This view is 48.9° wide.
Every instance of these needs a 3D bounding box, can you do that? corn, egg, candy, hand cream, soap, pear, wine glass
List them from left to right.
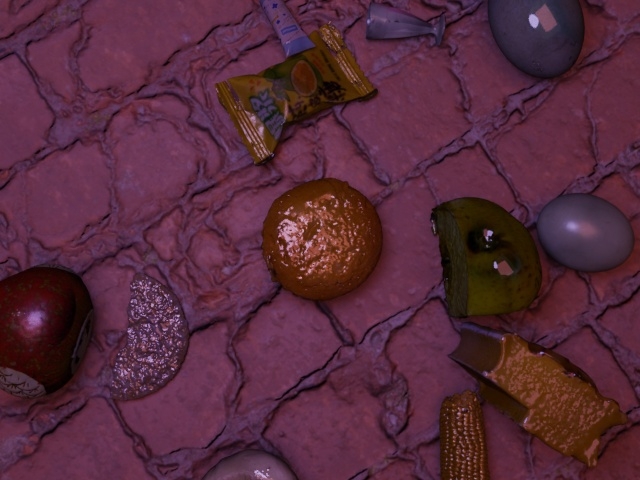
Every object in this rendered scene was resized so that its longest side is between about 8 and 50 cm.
[{"bbox_3d":[-0.077,-0.437,1.394,0.065,0.043,0.171,-25,72,-12],"label":"hand cream"},{"bbox_3d":[-0.049,-0.294,1.391,0.297,0.081,0.187,-31,88,-17],"label":"candy"},{"bbox_3d":[0.169,-0.435,1.414,0.154,0.073,0.074,4,87,-6],"label":"wine glass"},{"bbox_3d":[0.276,0.437,1.363,0.106,0.106,0.293,-5,86,-4],"label":"corn"},{"bbox_3d":[0.315,0.019,1.310,0.163,0.255,0.239,-8,83,-2],"label":"pear"},{"bbox_3d":[0.375,0.261,1.285,0.259,0.281,0.143,37,88,0],"label":"soap"},{"bbox_3d":[0.422,-0.431,1.377,0.169,0.169,0.237,-27,84,-4],"label":"egg"},{"bbox_3d":[0.516,-0.014,1.372,0.192,0.149,0.150,19,86,-8],"label":"egg"}]

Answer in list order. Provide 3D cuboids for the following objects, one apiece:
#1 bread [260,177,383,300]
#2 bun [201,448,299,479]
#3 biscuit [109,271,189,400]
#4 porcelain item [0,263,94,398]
[{"bbox_3d":[0.002,-0.001,1.346,0.239,0.139,0.240,0,87,-3],"label":"bread"},{"bbox_3d":[-0.121,0.488,1.319,0.230,0.133,0.231,4,105,15],"label":"bun"},{"bbox_3d":[-0.324,0.195,1.372,0.133,0.032,0.250,11,86,-4],"label":"biscuit"},{"bbox_3d":[-0.533,0.150,1.253,0.252,0.253,0.253,0,87,-3],"label":"porcelain item"}]
